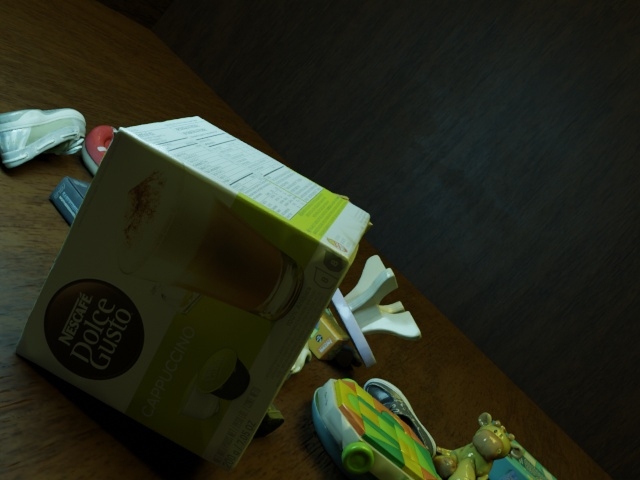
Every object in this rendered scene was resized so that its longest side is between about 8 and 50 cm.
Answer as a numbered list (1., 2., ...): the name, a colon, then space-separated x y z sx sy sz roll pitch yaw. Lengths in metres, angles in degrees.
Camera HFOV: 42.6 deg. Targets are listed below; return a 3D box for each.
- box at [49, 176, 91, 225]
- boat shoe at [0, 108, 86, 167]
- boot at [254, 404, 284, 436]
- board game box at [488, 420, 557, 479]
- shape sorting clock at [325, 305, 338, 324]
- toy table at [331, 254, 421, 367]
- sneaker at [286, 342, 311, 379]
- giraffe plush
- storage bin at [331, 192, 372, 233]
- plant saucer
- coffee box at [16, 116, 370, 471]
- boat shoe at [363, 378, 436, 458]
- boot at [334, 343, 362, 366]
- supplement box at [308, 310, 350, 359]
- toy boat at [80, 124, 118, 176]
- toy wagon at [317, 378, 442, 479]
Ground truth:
1. box: -0.389 -0.024 1.596 0.183 0.059 0.233 48 12 23
2. boat shoe: -0.550 -0.201 1.620 0.320 0.118 0.103 -64 143 -82
3. boot: -0.160 0.231 1.374 0.208 0.076 0.189 53 1 22
4. board game box: 0.583 0.680 2.285 0.336 0.079 0.254 43 11 4
5. shape sorting clock: 0.006 0.168 2.143 0.206 0.040 0.206 64 1 -2
6. toy table: 0.123 0.164 2.040 0.274 0.161 0.252 63 -3 21
7. sneaker: -0.077 0.230 1.640 0.091 0.094 0.258 61 21 9
8. giraffe plush: 0.386 0.517 1.963 0.181 0.170 0.210 42 10 1
9. storage bin: 0.000 0.000 2.370 0.123 0.260 0.262 44 10 12
10. plant saucer: 0.094 0.421 1.632 0.317 0.043 0.317 42 10 -9
11. coffee box: -0.161 0.050 1.176 0.334 0.337 0.338 29 14 1
12. boat shoe: 0.176 0.414 1.889 0.228 0.080 0.076 54 12 16
13. boot: 0.053 0.280 2.071 0.118 0.042 0.087 33 8 -47
14. supplement box: -0.036 0.184 2.007 0.233 0.078 0.080 46 11 21
15. toy boat: -0.424 -0.180 1.837 0.231 0.151 0.151 47 11 24
16. toy wagon: 0.135 0.400 1.565 0.344 0.068 0.267 40 11 -13
